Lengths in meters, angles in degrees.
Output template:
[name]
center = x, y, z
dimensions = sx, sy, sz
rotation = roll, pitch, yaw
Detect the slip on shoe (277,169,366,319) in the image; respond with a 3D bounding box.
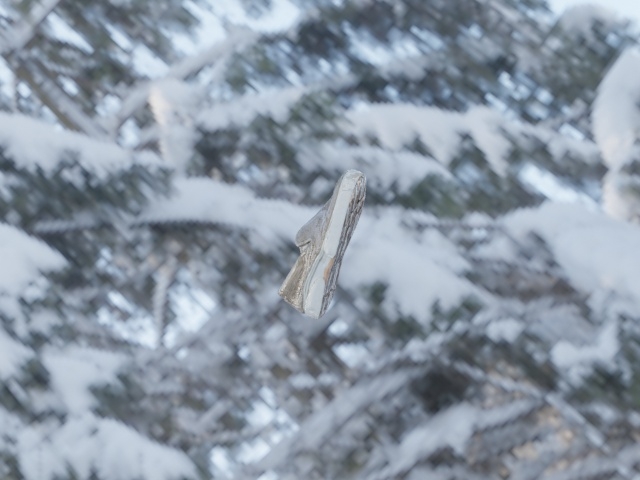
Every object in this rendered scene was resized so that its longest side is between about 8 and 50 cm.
[slip on shoe]
center = 0.000, 0.000, 1.334
dimensions = 0.051, 0.041, 0.135
rotation = -51, -18, -50
